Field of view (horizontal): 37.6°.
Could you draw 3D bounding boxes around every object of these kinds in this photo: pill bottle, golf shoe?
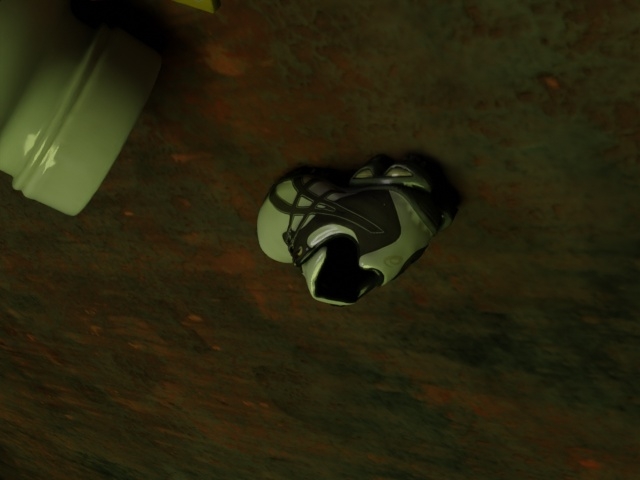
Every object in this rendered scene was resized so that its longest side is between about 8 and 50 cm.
[{"bbox_3d":[-0.272,-0.143,0.598,0.318,0.176,0.176,29,154,-20],"label":"pill bottle"},{"bbox_3d":[0.000,0.000,0.653,0.077,0.094,0.198,44,151,-19],"label":"golf shoe"}]

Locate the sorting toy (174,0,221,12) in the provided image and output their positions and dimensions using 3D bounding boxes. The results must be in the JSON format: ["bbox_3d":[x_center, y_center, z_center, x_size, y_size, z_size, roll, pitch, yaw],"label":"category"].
[{"bbox_3d":[-0.134,-0.239,0.477,0.132,0.046,0.274,6,140,41],"label":"sorting toy"}]
